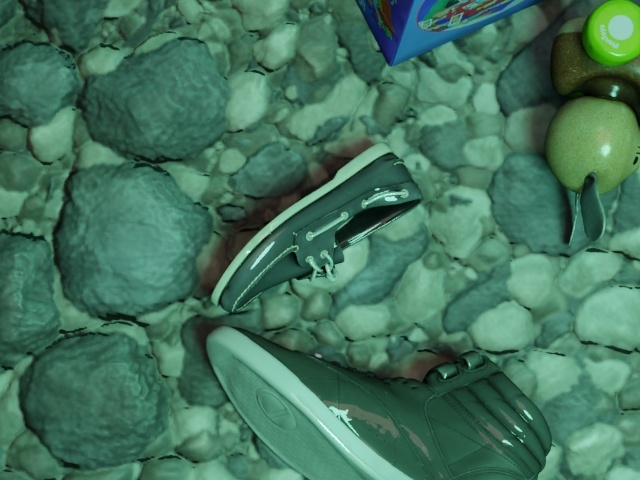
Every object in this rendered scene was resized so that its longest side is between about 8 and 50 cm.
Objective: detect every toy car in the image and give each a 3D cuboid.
[{"bbox_3d":[0.250,-0.084,1.105,0.149,0.155,0.188,16,84,0],"label":"toy car"}]

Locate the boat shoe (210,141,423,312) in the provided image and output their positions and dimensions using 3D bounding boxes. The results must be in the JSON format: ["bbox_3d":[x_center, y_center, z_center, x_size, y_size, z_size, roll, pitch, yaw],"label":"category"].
[{"bbox_3d":[0.000,0.000,1.097,0.206,0.075,0.065,-39,78,-17],"label":"boat shoe"}]

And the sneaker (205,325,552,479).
[{"bbox_3d":[0.054,0.133,1.062,0.295,0.105,0.147,34,59,14],"label":"sneaker"}]

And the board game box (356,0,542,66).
[{"bbox_3d":[0.209,-0.287,1.105,0.347,0.233,0.078,-24,79,-10],"label":"board game box"}]
